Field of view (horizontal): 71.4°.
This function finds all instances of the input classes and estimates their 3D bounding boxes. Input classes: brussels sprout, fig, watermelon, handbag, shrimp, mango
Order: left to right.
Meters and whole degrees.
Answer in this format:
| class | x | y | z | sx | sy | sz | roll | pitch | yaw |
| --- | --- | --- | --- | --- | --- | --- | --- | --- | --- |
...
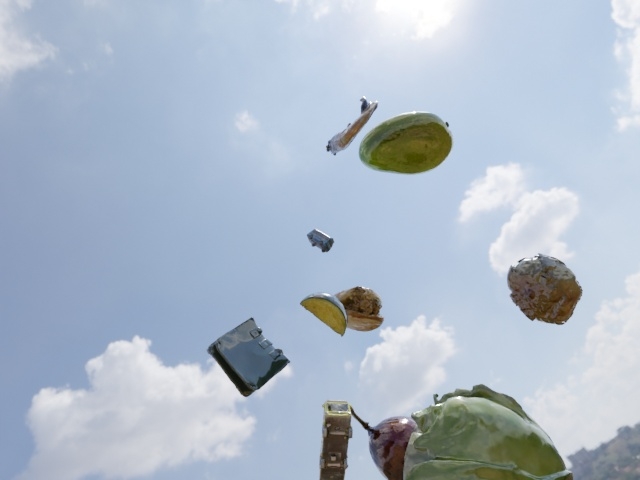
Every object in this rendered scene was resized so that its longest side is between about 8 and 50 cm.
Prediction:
| class | x | y | z | sx | sy | sz | roll | pitch | yaw |
| --- | --- | --- | --- | --- | --- | --- | --- | --- | --- |
| handbag | -0.271 | 0.441 | 1.716 | 0.079 | 0.247 | 0.260 | -47 | -12 | 30 |
| watermelon | 0.031 | 0.224 | 1.490 | 0.092 | 0.181 | 0.075 | -54 | 1 | 28 |
| shrimp | 0.073 | -0.273 | 1.072 | 0.046 | 0.219 | 0.152 | 37 | -101 | -10 |
| fig | 0.210 | 0.602 | 1.324 | 0.203 | 0.249 | 0.187 | -3 | -79 | -54 |
| mango | 0.249 | -0.281 | 1.296 | 0.272 | 0.149 | 0.185 | 0 | -37 | 1 |
| brussels sprout | 0.399 | 0.571 | 1.059 | 0.425 | 0.361 | 0.342 | -59 | -41 | -37 |

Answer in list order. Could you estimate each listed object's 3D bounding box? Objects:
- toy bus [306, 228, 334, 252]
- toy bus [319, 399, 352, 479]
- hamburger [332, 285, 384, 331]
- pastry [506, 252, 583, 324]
| class | x | y | z | sx | sy | sz | roll | pitch | yaw |
| --- | --- | --- | --- | --- | --- | --- | --- | --- | --- |
| toy bus | 0.000 | 0.000 | 1.327 | 0.046 | 0.083 | 0.038 | -42 | -45 | -21 |
| toy bus | 0.040 | 0.533 | 1.172 | 0.081 | 0.074 | 0.226 | 2 | -70 | -1 |
| hamburger | 0.136 | 0.282 | 1.815 | 0.243 | 0.146 | 0.286 | -2 | -26 | 2 |
| pastry | 0.461 | 0.103 | 0.925 | 0.081 | 0.153 | 0.153 | -33 | -35 | -28 |
